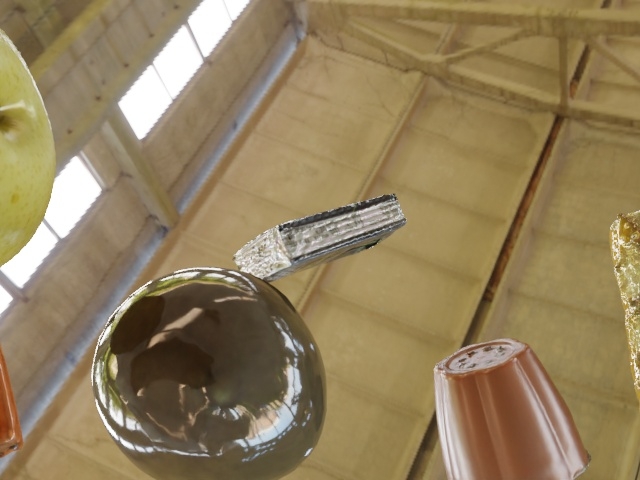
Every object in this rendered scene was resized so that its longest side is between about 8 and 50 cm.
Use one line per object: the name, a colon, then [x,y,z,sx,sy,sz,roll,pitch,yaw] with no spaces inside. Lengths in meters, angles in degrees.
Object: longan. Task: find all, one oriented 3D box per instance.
longan: [-0.119,0.149,0.838,0.258,0.258,0.258,-9,-131,11]

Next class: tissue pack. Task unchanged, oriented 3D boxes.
tissue pack: [0.000,0.000,1.220,0.235,0.173,0.073,-18,-98,-35]

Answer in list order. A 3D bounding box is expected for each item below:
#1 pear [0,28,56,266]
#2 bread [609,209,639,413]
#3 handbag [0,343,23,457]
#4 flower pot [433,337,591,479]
pear: [-0.454,-0.097,0.813,0.348,0.348,0.348,-9,-131,11]
bread: [0.559,0.127,1.113,0.236,0.165,0.376,-3,-114,10]
handbag: [-0.410,0.072,0.476,0.410,0.116,0.304,-24,-106,12]
flower pot: [0.234,0.231,1.013,0.190,0.173,0.190,-20,-173,2]
